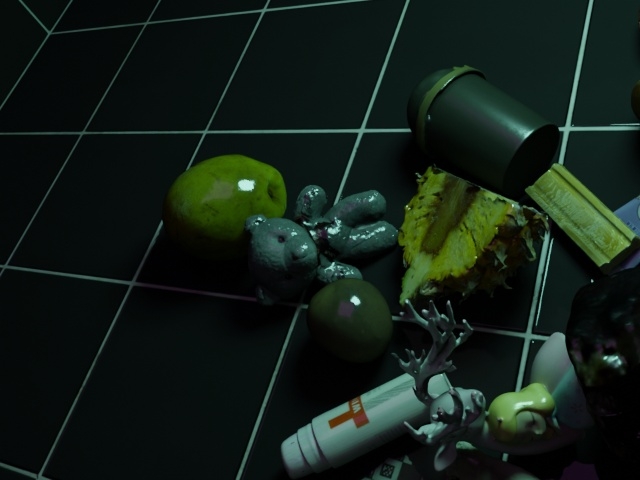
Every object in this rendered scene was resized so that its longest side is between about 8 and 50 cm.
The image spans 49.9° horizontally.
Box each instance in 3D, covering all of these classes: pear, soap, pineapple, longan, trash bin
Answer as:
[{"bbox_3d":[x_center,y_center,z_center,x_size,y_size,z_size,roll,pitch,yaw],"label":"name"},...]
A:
[{"bbox_3d":[-0.231,-0.078,1.620,0.307,0.253,0.253,-6,56,23],"label":"pear"},{"bbox_3d":[0.509,-0.050,1.348,0.092,0.037,0.252,-43,45,14],"label":"soap"},{"bbox_3d":[0.294,0.034,1.364,0.286,0.208,0.344,-65,25,9],"label":"pineapple"},{"bbox_3d":[0.058,0.157,1.368,0.189,0.189,0.189,-13,53,18],"label":"longan"},{"bbox_3d":[0.325,-0.248,1.488,0.214,0.214,0.334,-42,55,-6],"label":"trash bin"}]

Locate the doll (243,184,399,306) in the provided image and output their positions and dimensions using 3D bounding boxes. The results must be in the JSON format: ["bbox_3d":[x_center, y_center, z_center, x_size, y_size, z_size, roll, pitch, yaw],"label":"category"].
[{"bbox_3d":[-0.003,0.001,1.480,0.340,0.158,0.246,-17,89,5],"label":"doll"}]

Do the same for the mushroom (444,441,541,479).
[{"bbox_3d":[0.295,0.408,1.125,0.225,0.093,0.116,42,103,35],"label":"mushroom"}]

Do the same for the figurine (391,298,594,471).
[{"bbox_3d":[0.260,0.228,1.090,0.315,0.284,0.206,-12,42,-10],"label":"figurine"}]

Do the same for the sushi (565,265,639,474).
[{"bbox_3d":[0.522,0.163,0.968,0.294,0.299,0.281,-25,37,39],"label":"sushi"}]

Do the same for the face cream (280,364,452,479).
[{"bbox_3d":[0.082,0.337,1.272,0.345,0.102,0.102,-27,50,5],"label":"face cream"}]

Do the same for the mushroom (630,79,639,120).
[{"bbox_3d":[0.750,-0.313,1.270,0.344,0.239,0.345,-5,16,1],"label":"mushroom"}]

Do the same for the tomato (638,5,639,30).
[{"bbox_3d":[0.806,-0.472,1.479,0.227,0.101,0.228,-19,44,19],"label":"tomato"}]

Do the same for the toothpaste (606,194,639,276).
[{"bbox_3d":[0.669,-0.073,1.294,0.371,0.080,0.125,-39,49,10],"label":"toothpaste"}]

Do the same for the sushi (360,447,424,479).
[{"bbox_3d":[0.102,0.503,1.177,0.231,0.047,0.220,-38,48,-2],"label":"sushi"}]
